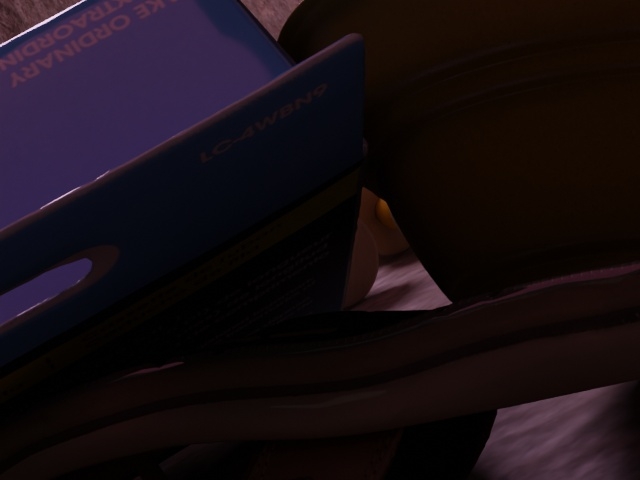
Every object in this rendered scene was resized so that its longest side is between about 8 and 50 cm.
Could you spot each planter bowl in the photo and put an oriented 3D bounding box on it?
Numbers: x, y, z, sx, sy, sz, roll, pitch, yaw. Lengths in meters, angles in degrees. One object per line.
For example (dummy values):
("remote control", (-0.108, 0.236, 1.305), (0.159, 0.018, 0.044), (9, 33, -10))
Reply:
("planter bowl", (0.095, -0.021, 0.507), (0.217, 0.090, 0.217), (-1, -16, 0))

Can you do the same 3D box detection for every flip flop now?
("flip flop", (0.012, 0.059, 0.442), (0.277, 0.080, 0.112), (-13, -1, 27))

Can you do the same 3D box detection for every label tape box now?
("label tape box", (-0.120, 0.021, 0.535), (0.249, 0.115, 0.347), (-30, -15, -9))

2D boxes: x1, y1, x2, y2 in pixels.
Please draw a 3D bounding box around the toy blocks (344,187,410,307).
("toy blocks", (0.000, 0.000, 0.913), (0.123, 0.054, 0.148), (-30, 9, -27))
